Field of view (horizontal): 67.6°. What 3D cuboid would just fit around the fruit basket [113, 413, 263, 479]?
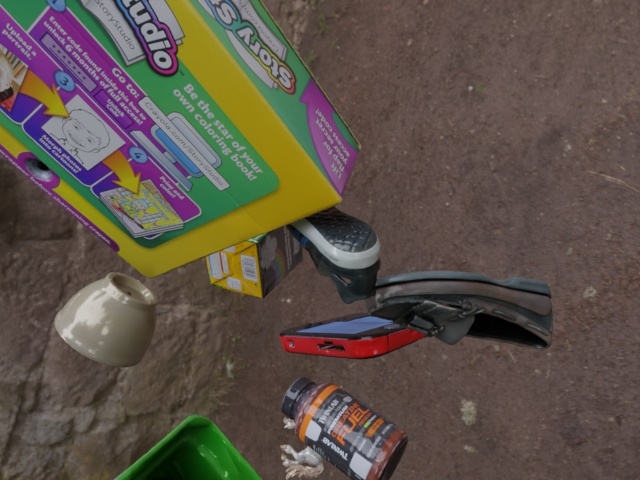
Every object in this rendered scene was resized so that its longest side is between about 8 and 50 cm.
[{"bbox_3d":[-0.039,0.326,0.424,0.391,0.283,0.393,1,93,13],"label":"fruit basket"}]

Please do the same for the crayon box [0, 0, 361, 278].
[{"bbox_3d":[-0.190,-0.146,0.474,0.313,0.363,0.106,-20,34,33],"label":"crayon box"}]

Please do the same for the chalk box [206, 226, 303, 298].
[{"bbox_3d":[-0.121,-0.001,0.988,0.131,0.213,0.133,11,121,23],"label":"chalk box"}]

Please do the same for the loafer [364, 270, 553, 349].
[{"bbox_3d":[0.179,0.089,0.578,0.096,0.267,0.084,132,137,-58],"label":"loafer"}]

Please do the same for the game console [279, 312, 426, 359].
[{"bbox_3d":[0.113,0.233,1.269,0.386,0.341,0.060,-10,91,51],"label":"game console"}]

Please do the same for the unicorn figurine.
[{"bbox_3d":[-0.014,0.353,0.882,0.111,0.060,0.162,-1,69,9],"label":"unicorn figurine"}]

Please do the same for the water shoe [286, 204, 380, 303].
[{"bbox_3d":[0.000,0.000,0.537,0.203,0.072,0.080,-130,32,-59],"label":"water shoe"}]

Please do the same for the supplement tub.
[{"bbox_3d":[0.032,0.300,0.764,0.197,0.106,0.106,26,104,27],"label":"supplement tub"}]

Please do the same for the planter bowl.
[{"bbox_3d":[-0.353,0.125,0.829,0.109,0.162,0.162,-55,41,4],"label":"planter bowl"}]
